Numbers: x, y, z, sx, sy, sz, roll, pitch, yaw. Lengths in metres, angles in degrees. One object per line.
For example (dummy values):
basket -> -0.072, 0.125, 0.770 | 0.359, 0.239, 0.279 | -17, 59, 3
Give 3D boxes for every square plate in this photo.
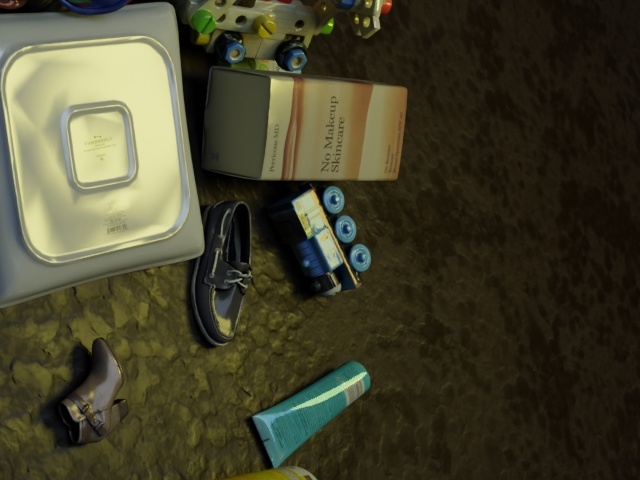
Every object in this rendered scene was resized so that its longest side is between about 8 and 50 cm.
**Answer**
square plate -> -0.282, -0.116, 1.555 | 0.347, 0.049, 0.344 | -15, 102, -45

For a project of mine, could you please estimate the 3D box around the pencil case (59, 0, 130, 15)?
pencil case -> -0.259, -0.398, 1.607 | 0.119, 0.133, 0.306 | 20, 32, -7

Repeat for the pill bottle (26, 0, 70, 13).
pill bottle -> -0.314, -0.286, 1.619 | 0.137, 0.078, 0.078 | 45, 49, -27

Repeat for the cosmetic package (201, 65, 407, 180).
cosmetic package -> -0.018, -0.166, 1.828 | 0.296, 0.129, 0.153 | -5, 104, -46

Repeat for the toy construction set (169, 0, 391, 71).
toy construction set -> -0.068, -0.343, 1.740 | 0.327, 0.215, 0.151 | 11, 32, -21

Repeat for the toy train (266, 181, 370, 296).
toy train -> 0.000, 0.000, 1.865 | 0.105, 0.080, 0.184 | -34, 105, -38

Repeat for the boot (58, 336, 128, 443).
boot -> -0.281, 0.186, 1.528 | 0.087, 0.042, 0.118 | -21, 93, -46

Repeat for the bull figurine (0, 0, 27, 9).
bull figurine -> -0.391, -0.432, 1.571 | 0.188, 0.101, 0.310 | 31, 50, -28

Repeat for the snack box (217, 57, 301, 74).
snack box -> -0.091, -0.270, 1.881 | 0.141, 0.037, 0.100 | 16, 67, -42

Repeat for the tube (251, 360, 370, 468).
tube -> -0.011, 0.240, 1.795 | 0.207, 0.052, 0.080 | -30, 95, -42

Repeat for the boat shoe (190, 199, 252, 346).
boat shoe -> -0.128, 0.040, 1.719 | 0.075, 0.065, 0.206 | 18, 65, -42

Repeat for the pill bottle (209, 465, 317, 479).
pill bottle -> -0.099, 0.359, 1.607 | 0.215, 0.117, 0.117 | 1, 77, -47
